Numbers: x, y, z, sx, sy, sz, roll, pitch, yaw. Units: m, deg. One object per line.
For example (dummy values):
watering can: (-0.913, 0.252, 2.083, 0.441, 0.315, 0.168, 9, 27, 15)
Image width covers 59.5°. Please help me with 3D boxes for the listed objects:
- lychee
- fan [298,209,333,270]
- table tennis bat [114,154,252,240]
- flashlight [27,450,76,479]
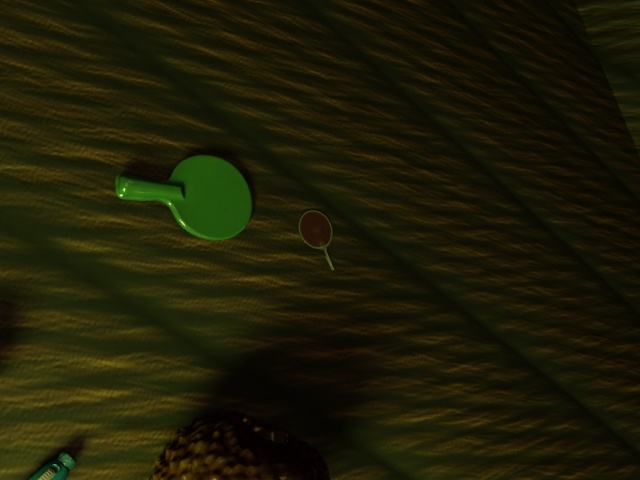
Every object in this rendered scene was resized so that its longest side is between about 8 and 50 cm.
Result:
lychee: (-0.124, 0.387, 0.803, 0.267, 0.267, 0.268, 10, 70, -31)
fan: (0.000, 0.000, 1.141, 0.085, 0.005, 0.134, -21, 87, -37)
table tennis bat: (-0.235, -0.081, 0.995, 0.256, 0.039, 0.161, 5, 74, -38)
flashlight: (-0.391, 0.346, 0.759, 0.051, 0.051, 0.129, 49, 49, -11)
